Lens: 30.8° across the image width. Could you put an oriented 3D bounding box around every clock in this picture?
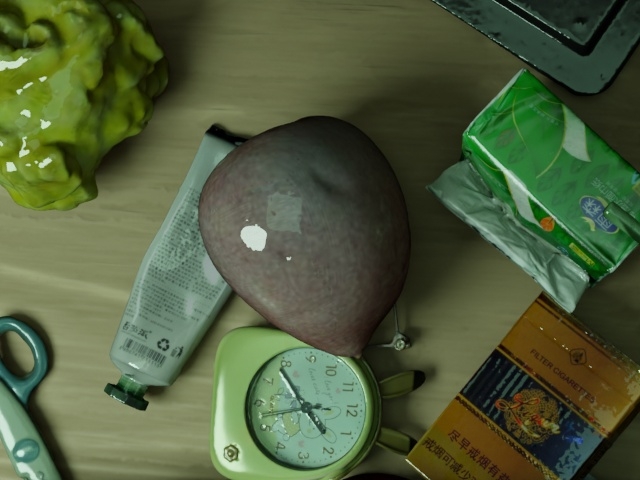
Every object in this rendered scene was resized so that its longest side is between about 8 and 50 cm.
[{"bbox_3d":[0.269,-0.336,1.294,0.273,0.049,0.279,34,91,9],"label":"clock"},{"bbox_3d":[-0.004,0.185,1.280,0.232,0.069,0.170,4,85,7],"label":"clock"}]

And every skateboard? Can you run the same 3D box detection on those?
[{"bbox_3d":[0.067,0.082,1.300,0.064,0.032,0.083,-4,87,18],"label":"skateboard"}]

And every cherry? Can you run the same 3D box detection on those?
[{"bbox_3d":[0.000,-0.011,1.211,0.239,0.239,0.206,41,109,9],"label":"cherry"}]

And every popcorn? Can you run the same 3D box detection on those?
[{"bbox_3d":[-0.302,-0.181,1.288,0.250,0.235,0.242,-47,123,-10],"label":"popcorn"}]

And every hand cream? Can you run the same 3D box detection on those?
[{"bbox_3d":[-0.145,0.032,1.322,0.121,0.076,0.336,26,83,4],"label":"hand cream"}]

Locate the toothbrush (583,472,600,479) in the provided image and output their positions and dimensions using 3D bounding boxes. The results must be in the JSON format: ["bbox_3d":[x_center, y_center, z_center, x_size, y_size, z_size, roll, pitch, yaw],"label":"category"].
[{"bbox_3d":[0.336,0.291,1.174,0.269,0.027,0.021,34,92,46],"label":"toothbrush"}]

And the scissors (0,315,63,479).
[{"bbox_3d":[-0.339,0.232,1.336,0.138,0.041,0.289,-27,86,-13],"label":"scissors"}]

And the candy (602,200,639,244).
[{"bbox_3d":[0.444,0.107,1.101,0.440,0.119,0.119,40,92,3],"label":"candy"}]

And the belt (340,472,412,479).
[{"bbox_3d":[0.090,0.403,1.224,0.227,0.115,0.324,-27,83,4],"label":"belt"}]

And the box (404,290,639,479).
[{"bbox_3d":[0.224,0.192,1.231,0.152,0.070,0.237,39,90,24],"label":"box"}]

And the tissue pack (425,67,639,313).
[{"bbox_3d":[0.234,-0.043,1.224,0.209,0.148,0.156,44,91,9],"label":"tissue pack"}]
